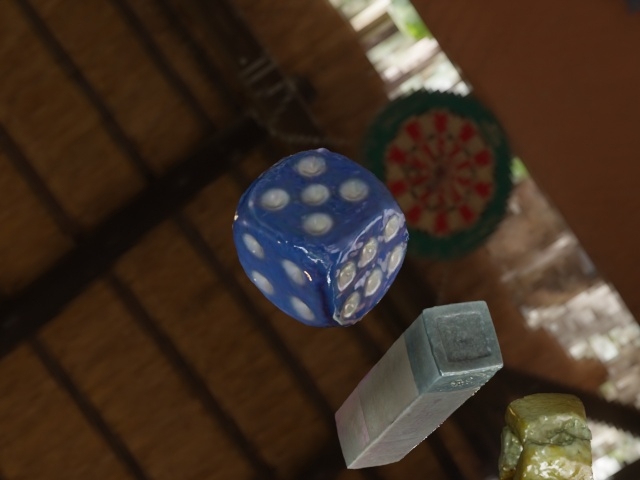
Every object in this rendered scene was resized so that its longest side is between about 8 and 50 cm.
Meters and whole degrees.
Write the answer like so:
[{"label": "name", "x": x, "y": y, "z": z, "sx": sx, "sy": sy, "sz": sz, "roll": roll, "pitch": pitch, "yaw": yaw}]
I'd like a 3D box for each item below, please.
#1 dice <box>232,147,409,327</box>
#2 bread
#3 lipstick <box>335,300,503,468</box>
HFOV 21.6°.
[{"label": "dice", "x": 0.000, "y": 0.000, "z": 1.804, "sx": 0.146, "sy": 0.143, "sz": 0.146, "roll": 29, "pitch": 150, "yaw": 30}, {"label": "bread", "x": 0.155, "y": 0.170, "z": 1.178, "sx": 0.156, "sy": 0.064, "sz": 0.117, "roll": 82, "pitch": -172, "yaw": -57}, {"label": "lipstick", "x": 0.088, "y": 0.148, "z": 1.639, "sx": 0.317, "sy": 0.066, "sz": 0.068, "roll": 122, "pitch": 136, "yaw": -62}]
